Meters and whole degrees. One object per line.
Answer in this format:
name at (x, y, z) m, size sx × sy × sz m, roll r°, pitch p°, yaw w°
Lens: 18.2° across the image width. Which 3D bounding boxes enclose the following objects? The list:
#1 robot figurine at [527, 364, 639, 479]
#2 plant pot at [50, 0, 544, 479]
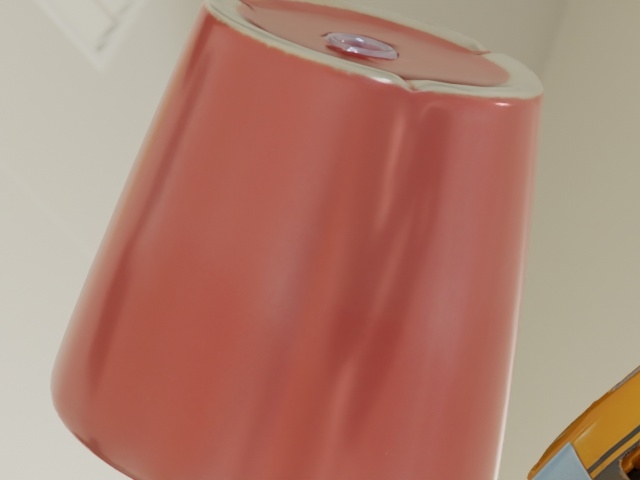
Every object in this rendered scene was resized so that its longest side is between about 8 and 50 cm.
robot figurine at (0.194, 0.072, 0.821) m, size 0.291 × 0.211 × 0.085 m, roll -40°, pitch -123°, yaw 7°
plant pot at (0.000, 0.000, 1.124) m, size 0.275 × 0.275 × 0.243 m, roll -123°, pitch -136°, yaw -66°
